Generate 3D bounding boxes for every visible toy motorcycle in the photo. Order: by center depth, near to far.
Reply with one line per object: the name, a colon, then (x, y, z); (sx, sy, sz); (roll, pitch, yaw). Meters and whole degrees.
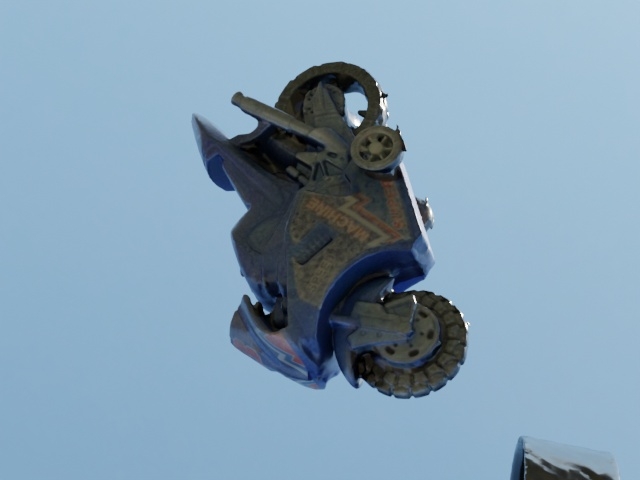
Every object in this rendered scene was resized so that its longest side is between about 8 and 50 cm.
toy motorcycle: (0.000, 0.000, 0.957); (0.114, 0.076, 0.205); (-21, -124, 5)

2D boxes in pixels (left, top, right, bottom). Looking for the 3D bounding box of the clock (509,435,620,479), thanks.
clock: (0.125, 0.247, 1.052); (0.055, 0.280, 0.280); (4, -133, 4)
